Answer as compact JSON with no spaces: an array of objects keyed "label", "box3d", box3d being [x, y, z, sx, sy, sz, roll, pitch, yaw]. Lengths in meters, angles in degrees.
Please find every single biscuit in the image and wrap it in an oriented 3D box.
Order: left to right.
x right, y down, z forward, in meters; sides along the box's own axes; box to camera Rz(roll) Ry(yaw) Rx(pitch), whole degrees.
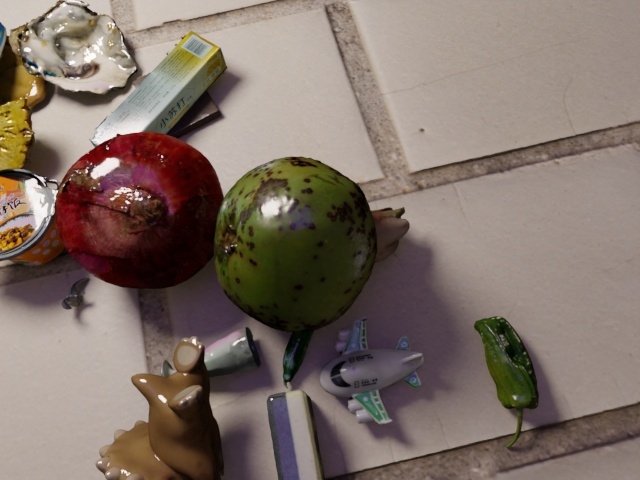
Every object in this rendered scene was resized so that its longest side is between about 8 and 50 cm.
[{"label":"biscuit","box3d":[-0.706,-0.360,1.154,0.260,0.041,0.202,26,73,15]}]

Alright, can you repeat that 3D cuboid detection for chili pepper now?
[{"label":"chili pepper","box3d":[0.311,0.219,0.851,0.072,0.073,0.203,-9,70,-14]}]

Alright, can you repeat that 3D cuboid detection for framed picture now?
[{"label":"framed picture","box3d":[-0.304,-0.299,1.113,0.128,0.023,0.168,-30,70,-8]}]

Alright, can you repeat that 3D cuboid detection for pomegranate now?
[{"label":"pomegranate","box3d":[0.000,0.000,0.874,0.341,0.285,0.284,-5,65,-34]}]

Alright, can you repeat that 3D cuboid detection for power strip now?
[{"label":"power strip","box3d":[-0.025,0.362,0.798,0.070,0.105,0.256,-10,70,0]}]

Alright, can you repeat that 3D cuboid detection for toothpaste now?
[{"label":"toothpaste","box3d":[-0.319,-0.280,1.056,0.089,0.071,0.312,33,74,13]}]

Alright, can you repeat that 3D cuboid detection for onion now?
[{"label":"onion","box3d":[-0.298,-0.048,0.894,0.277,0.276,0.275,-1,69,4]}]

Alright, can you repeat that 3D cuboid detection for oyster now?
[{"label":"oyster","box3d":[-0.518,-0.396,1.125,0.214,0.083,0.222,-33,90,-15]}]

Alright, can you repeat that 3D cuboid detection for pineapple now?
[{"label":"pineapple","box3d":[-0.649,-0.184,1.065,0.250,0.164,0.139,-27,109,-2]}]

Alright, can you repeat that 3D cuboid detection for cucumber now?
[{"label":"cucumber","box3d":[-0.038,0.176,0.906,0.037,0.037,0.155,19,71,11]}]

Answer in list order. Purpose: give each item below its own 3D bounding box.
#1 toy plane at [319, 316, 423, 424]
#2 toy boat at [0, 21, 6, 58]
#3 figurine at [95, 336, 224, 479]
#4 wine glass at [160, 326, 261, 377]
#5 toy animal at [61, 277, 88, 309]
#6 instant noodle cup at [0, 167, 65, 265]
[{"label":"toy plane","box3d":[0.083,0.211,0.862,0.174,0.080,0.173,-2,70,6]},{"label":"toy boat","box3d":[-0.709,-0.352,1.084,0.129,0.088,0.295,-15,55,26]},{"label":"figurine","box3d":[-0.242,0.301,0.785,0.173,0.247,0.177,-7,27,-6]},{"label":"wine glass","box3d":[-0.184,0.204,0.886,0.155,0.073,0.073,-19,69,-4]},{"label":"toy animal","box3d":[-0.450,0.105,0.965,0.028,0.050,0.084,29,31,-17]},{"label":"instant noodle cup","box3d":[-0.547,-0.028,0.971,0.208,0.125,0.177,-14,70,-2]}]
